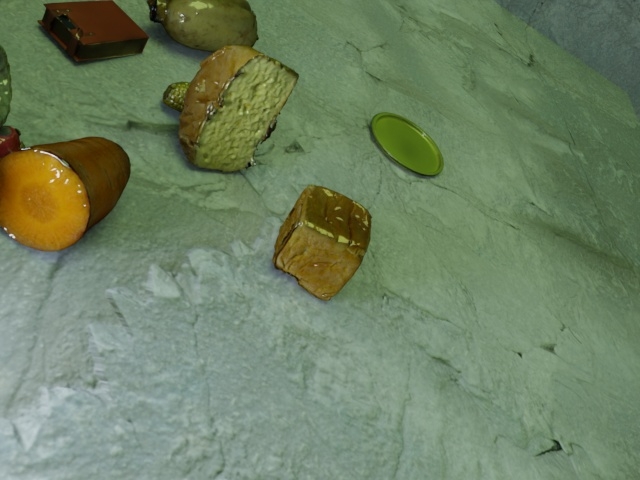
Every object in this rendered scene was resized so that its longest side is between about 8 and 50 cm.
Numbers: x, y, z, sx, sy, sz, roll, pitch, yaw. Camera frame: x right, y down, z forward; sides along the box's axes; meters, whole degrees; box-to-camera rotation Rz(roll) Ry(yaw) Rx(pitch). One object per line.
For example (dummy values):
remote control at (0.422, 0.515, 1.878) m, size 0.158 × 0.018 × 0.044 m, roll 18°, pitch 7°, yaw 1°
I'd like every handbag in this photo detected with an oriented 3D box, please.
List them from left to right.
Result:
handbag at (-0.467, -0.436, 1.382) m, size 0.127 × 0.063 × 0.190 m, roll 45°, pitch 35°, yaw 7°

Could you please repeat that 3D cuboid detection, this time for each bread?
bread at (-0.176, -0.271, 1.306) m, size 0.160 × 0.260 × 0.147 m, roll 5°, pitch 36°, yaw -43°
bread at (0.000, 0.000, 1.246) m, size 0.143 × 0.158 × 0.149 m, roll 29°, pitch 43°, yaw -14°

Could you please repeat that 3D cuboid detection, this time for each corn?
corn at (-0.215, -0.285, 1.414) m, size 0.231 × 0.080 × 0.080 m, roll 12°, pitch 45°, yaw -30°

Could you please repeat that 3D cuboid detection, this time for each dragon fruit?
dragon fruit at (-0.509, -0.144, 1.057) m, size 0.083 × 0.056 × 0.060 m, roll -9°, pitch 57°, yaw -45°

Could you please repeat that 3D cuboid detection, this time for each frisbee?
frisbee at (0.233, -0.258, 1.799) m, size 0.236 × 0.017 × 0.236 m, roll 22°, pitch 41°, yaw -21°

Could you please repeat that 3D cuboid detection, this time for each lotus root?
lotus root at (-0.267, -0.519, 1.556) m, size 0.284 × 0.146 × 0.160 m, roll -2°, pitch 36°, yaw -36°

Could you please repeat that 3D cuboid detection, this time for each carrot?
carrot at (-0.384, -0.100, 1.055) m, size 0.159 × 0.159 × 0.225 m, roll 35°, pitch 28°, yaw -4°

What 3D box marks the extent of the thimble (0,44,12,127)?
thimble at (-0.543, -0.225, 0.978) m, size 0.143 × 0.137 × 0.190 m, roll -1°, pitch 28°, yaw -15°
